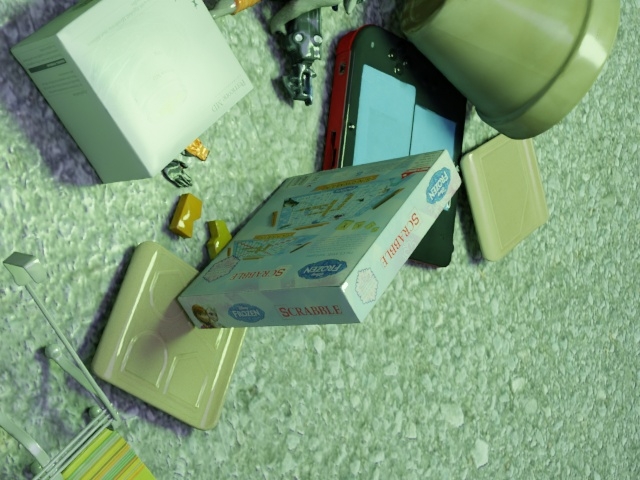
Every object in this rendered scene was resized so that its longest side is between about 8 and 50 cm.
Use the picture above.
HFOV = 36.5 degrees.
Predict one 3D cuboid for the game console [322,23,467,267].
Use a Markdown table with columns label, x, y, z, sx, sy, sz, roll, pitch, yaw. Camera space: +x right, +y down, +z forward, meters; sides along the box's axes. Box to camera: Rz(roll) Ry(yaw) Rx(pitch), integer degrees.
| label | x | y | z | sx | sy | sz | roll | pitch | yaw |
| --- | --- | --- | --- | --- | --- | --- | --- | --- | --- |
| game console | 0.145 | -0.163 | 1.734 | 0.342 | 0.060 | 0.386 | 13 | 81 | -41 |

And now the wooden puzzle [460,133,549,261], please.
| label | x | y | z | sx | sy | sz | roll | pitch | yaw |
| --- | --- | --- | --- | --- | --- | --- | --- | --- | --- |
| wooden puzzle | 0.364 | -0.098 | 1.929 | 0.238 | 0.044 | 0.221 | -29 | 108 | -44 |

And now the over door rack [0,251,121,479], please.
| label | x | y | z | sx | sy | sz | roll | pitch | yaw |
| --- | --- | --- | --- | --- | --- | --- | --- | --- | --- |
| over door rack | -0.398 | 0.192 | 1.186 | 0.239 | 0.108 | 0.324 | -46 | 139 | -32 |

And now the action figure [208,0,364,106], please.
| label | x | y | z | sx | sy | sz | roll | pitch | yaw |
| --- | --- | --- | --- | --- | --- | --- | --- | --- | --- |
| action figure | -0.043 | -0.385 | 1.498 | 0.330 | 0.178 | 0.341 | -9 | 93 | -32 |

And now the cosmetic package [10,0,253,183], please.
| label | x | y | z | sx | sy | sz | roll | pitch | yaw |
| --- | --- | --- | --- | --- | --- | --- | --- | --- | --- |
| cosmetic package | -0.250 | -0.233 | 1.329 | 0.224 | 0.138 | 0.225 | -48 | 120 | -32 |

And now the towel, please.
| label | x | y | z | sx | sy | sz | roll | pitch | yaw |
| --- | --- | --- | --- | --- | --- | --- | --- | --- | --- |
| towel | -0.271 | 0.375 | 1.375 | 0.102 | 0.021 | 0.237 | -45 | 118 | -27 |

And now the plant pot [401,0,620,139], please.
| label | x | y | z | sx | sy | sz | roll | pitch | yaw |
| --- | --- | --- | --- | --- | --- | --- | --- | --- | --- |
| plant pot | 0.309 | -0.378 | 1.701 | 0.280 | 0.323 | 0.323 | 25 | 72 | -22 |

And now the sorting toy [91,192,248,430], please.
| label | x | y | z | sx | sy | sz | roll | pitch | yaw |
| --- | --- | --- | --- | --- | --- | --- | --- | --- | --- |
| sorting toy | -0.202 | 0.100 | 1.435 | 0.229 | 0.041 | 0.307 | 37 | 59 | -38 |

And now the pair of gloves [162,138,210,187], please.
| label | x | y | z | sx | sy | sz | roll | pitch | yaw |
| --- | --- | --- | --- | --- | --- | --- | --- | --- | --- |
| pair of gloves | -0.206 | -0.125 | 1.450 | 0.074 | 0.010 | 0.083 | 41 | 64 | -34 |

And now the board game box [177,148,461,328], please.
| label | x | y | z | sx | sy | sz | roll | pitch | yaw |
| --- | --- | --- | --- | --- | --- | --- | --- | --- | --- |
| board game box | 0.000 | 0.000 | 1.402 | 0.318 | 0.318 | 0.066 | -50 | 121 | -38 |
